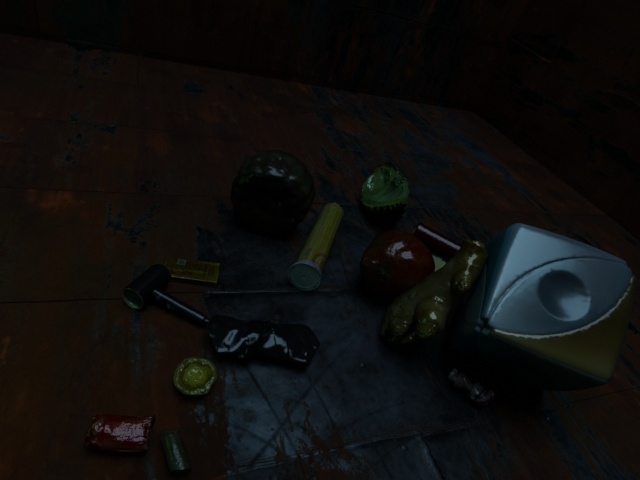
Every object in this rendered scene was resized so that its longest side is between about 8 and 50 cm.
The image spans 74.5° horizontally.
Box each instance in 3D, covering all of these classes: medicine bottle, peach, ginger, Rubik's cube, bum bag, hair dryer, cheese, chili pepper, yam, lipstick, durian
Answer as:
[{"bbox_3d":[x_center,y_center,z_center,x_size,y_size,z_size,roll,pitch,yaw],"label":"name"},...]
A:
[{"bbox_3d":[0.000,0.000,1.472,0.108,0.108,0.426,20,36,2],"label":"medicine bottle"},{"bbox_3d":[0.235,0.076,1.373,0.257,0.232,0.232,16,32,-36],"label":"peach"},{"bbox_3d":[0.310,0.156,1.188,0.166,0.375,0.236,38,32,20],"label":"ginger"},{"bbox_3d":[0.596,0.195,1.189,0.348,0.351,0.352,24,73,9],"label":"Rubik's cube"},{"bbox_3d":[-0.145,0.260,1.102,0.310,0.074,0.137,10,34,-15],"label":"bum bag"},{"bbox_3d":[-0.387,0.164,1.139,0.256,0.070,0.128,28,36,1],"label":"hair dryer"},{"bbox_3d":[0.400,0.143,1.510,0.127,0.050,0.255,19,36,0],"label":"cheese"},{"bbox_3d":[-0.399,0.381,0.835,0.123,0.073,0.070,10,-5,-15],"label":"chili pepper"},{"bbox_3d":[-0.292,0.426,0.843,0.043,0.043,0.094,-9,46,-33],"label":"yam"},{"bbox_3d":[0.488,0.014,1.695,0.241,0.080,0.080,29,37,16],"label":"lipstick"},{"bbox_3d":[0.265,-0.216,1.796,0.163,0.198,0.394,9,35,-12],"label":"durian"}]

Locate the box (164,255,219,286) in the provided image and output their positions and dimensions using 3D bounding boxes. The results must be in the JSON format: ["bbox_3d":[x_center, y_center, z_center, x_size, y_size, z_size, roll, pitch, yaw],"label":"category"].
[{"bbox_3d":[-0.384,0.092,1.255,0.157,0.022,0.089,8,36,-14],"label":"box"}]

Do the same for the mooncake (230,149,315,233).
[{"bbox_3d":[-0.165,-0.162,1.461,0.291,0.290,0.161,18,38,-1],"label":"mooncake"}]

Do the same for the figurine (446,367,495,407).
[{"bbox_3d":[0.418,0.411,1.175,0.129,0.054,0.072,31,23,28],"label":"figurine"}]

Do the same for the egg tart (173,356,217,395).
[{"bbox_3d":[-0.293,0.321,0.981,0.105,0.039,0.105,12,36,-9],"label":"egg tart"}]
